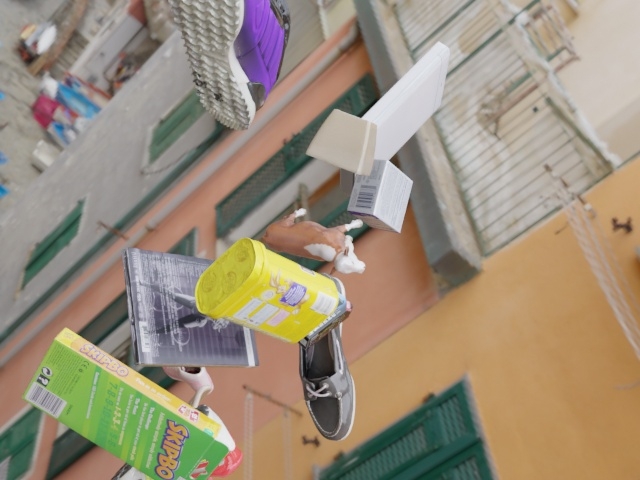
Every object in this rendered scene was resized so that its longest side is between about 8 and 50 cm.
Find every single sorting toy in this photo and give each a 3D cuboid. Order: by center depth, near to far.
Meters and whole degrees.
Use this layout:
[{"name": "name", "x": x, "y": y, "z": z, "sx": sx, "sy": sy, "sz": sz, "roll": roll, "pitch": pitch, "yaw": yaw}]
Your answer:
[{"name": "sorting toy", "x": -0.255, "y": 0.354, "z": 1.392, "sx": 0.038, "sy": 0.193, "sz": 0.208, "roll": 25, "pitch": 65, "yaw": -7}]

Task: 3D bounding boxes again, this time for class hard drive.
[{"name": "hard drive", "x": 0.176, "y": -0.285, "z": 1.928, "sx": 0.047, "sy": 0.353, "sz": 0.233, "roll": 37, "pitch": -21, "yaw": 18}]

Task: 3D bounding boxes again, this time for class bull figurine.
[{"name": "bull figurine", "x": 0.000, "y": 0.000, "z": 2.143, "sx": 0.310, "sy": 0.101, "sz": 0.188, "roll": 17, "pitch": 28, "yaw": 26}]

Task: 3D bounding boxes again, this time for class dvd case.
[{"name": "dvd case", "x": -0.183, "y": 0.101, "z": 1.160, "sx": 0.221, "sy": 0.018, "sz": 0.165, "roll": 11, "pitch": 61, "yaw": -48}]

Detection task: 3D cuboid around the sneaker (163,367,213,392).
[{"name": "sneaker", "x": -0.264, "y": 0.243, "z": 1.564, "sx": 0.134, "sy": 0.051, "sz": 0.070, "roll": 26, "pitch": -34, "yaw": 36}]

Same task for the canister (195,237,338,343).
[{"name": "canister", "x": -0.072, "y": 0.077, "z": 1.141, "sx": 0.170, "sy": 0.126, "sz": 0.073, "roll": 27, "pitch": 32, "yaw": -40}]

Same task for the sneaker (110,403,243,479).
[{"name": "sneaker", "x": -0.220, "y": 0.349, "z": 1.163, "sx": 0.118, "sy": 0.279, "sz": 0.107, "roll": 49, "pitch": 32, "yaw": -5}]

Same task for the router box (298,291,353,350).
[{"name": "router box", "x": -0.015, "y": 0.127, "z": 1.450, "sx": 0.092, "sy": 0.038, "sz": 0.122, "roll": 40, "pitch": 51, "yaw": 20}]

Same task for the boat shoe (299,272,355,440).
[{"name": "boat shoe", "x": -0.004, "y": 0.228, "z": 1.606, "sx": 0.095, "sy": 0.112, "sz": 0.335, "roll": 16, "pitch": 67, "yaw": -54}]

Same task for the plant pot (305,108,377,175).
[{"name": "plant pot", "x": 0.050, "y": -0.183, "z": 1.489, "sx": 0.109, "sy": 0.096, "sz": 0.109, "roll": 22, "pitch": 7, "yaw": 12}]

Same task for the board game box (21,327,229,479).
[{"name": "board game box", "x": -0.247, "y": 0.227, "z": 1.041, "sx": 0.259, "sy": 0.124, "sz": 0.039, "roll": 35, "pitch": 30, "yaw": -4}]

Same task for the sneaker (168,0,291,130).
[{"name": "sneaker", "x": -0.098, "y": -0.284, "z": 1.006, "sx": 0.102, "sy": 0.293, "sz": 0.146, "roll": 28, "pitch": 61, "yaw": 15}]

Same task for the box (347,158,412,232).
[{"name": "box", "x": 0.131, "y": -0.097, "z": 1.760, "sx": 0.137, "sy": 0.072, "sz": 0.126, "roll": 30, "pitch": 72, "yaw": -55}]
